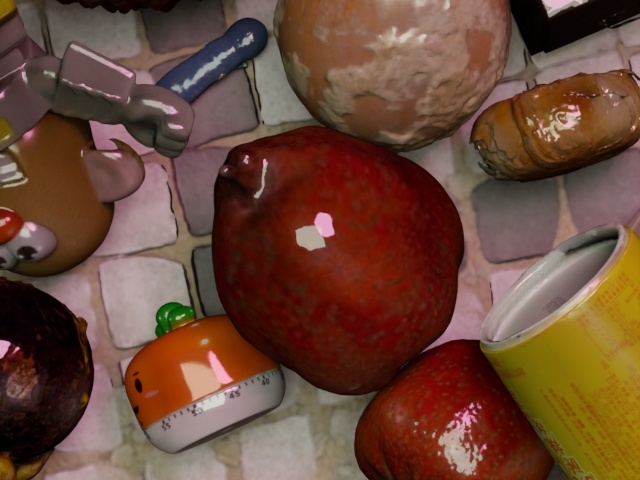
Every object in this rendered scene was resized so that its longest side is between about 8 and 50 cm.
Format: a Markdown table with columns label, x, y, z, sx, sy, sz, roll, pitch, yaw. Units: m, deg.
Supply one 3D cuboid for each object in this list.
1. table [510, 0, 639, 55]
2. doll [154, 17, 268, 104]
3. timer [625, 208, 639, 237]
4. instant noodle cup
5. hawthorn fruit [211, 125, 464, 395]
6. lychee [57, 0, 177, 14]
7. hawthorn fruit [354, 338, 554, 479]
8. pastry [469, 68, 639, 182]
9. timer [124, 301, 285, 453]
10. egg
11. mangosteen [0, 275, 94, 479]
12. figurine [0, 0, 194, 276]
| label | x | y | z | sx | sy | sz | roll | pitch | yaw |
| --- | --- | --- | --- | --- | --- | --- | --- | --- | --- |
| table | 0.231 | -0.267 | 1.620 | 0.169 | 0.193 | 0.172 | -23 | 83 | -1 |
| doll | -0.100 | -0.154 | 1.707 | 0.125 | 0.027 | 0.037 | -36 | 82 | 1 |
| timer | 0.394 | 0.061 | 1.616 | 0.175 | 0.175 | 0.266 | -44 | 102 | -3 |
| instant noodle cup | 0.252 | 0.119 | 1.501 | 0.215 | 0.215 | 0.236 | -41 | 102 | -2 |
| hawthorn fruit | 0.000 | 0.000 | 1.562 | 0.208 | 0.208 | 0.248 | -46 | 126 | -3 |
| lychee | -0.156 | -0.335 | 1.598 | 0.330 | 0.306 | 0.306 | 14 | 84 | 0 |
| hawthorn fruit | 0.129 | 0.153 | 1.606 | 0.194 | 0.157 | 0.157 | -40 | 83 | -22 |
| pastry | 0.204 | -0.096 | 1.626 | 0.153 | 0.153 | 0.081 | -11 | 90 | 1 |
| timer | -0.105 | 0.109 | 1.638 | 0.136 | 0.099 | 0.136 | 2 | 81 | -12 |
| egg | 0.060 | -0.188 | 1.604 | 0.203 | 0.203 | 0.245 | 5 | 128 | 3 |
| mangosteen | -0.288 | 0.138 | 1.600 | 0.192 | 0.192 | 0.217 | 4 | 83 | 3 |
| figurine | -0.275 | -0.091 | 1.606 | 0.342 | 0.285 | 0.167 | 6 | 48 | 39 |
